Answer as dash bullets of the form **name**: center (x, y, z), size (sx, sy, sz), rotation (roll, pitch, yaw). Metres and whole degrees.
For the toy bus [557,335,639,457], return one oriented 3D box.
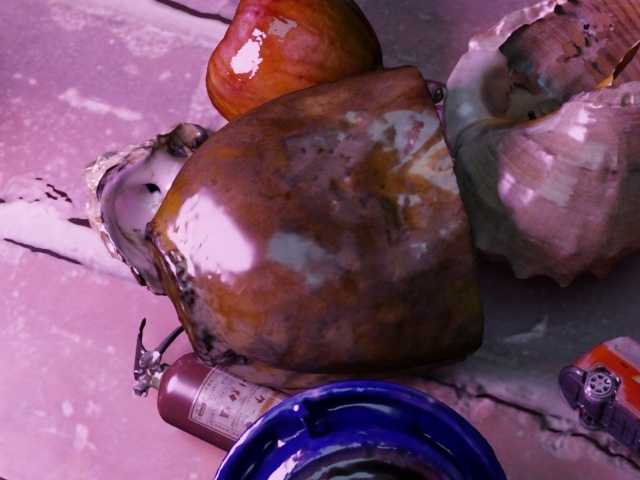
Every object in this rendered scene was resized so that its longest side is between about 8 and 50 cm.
- **toy bus**: center (0.290, 0.153, 1.709), size (0.174, 0.079, 0.077), rotation (40, 70, 22)

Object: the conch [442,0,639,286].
- **conch**: center (0.237, -0.107, 1.764), size (0.324, 0.186, 0.263), rotation (-35, 58, 19)

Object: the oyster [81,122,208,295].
- **oyster**: center (-0.147, -0.030, 1.850), size (0.163, 0.081, 0.191), rotation (37, 58, -5)

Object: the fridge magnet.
- **fridge magnet**: center (0.033, 0.248, 1.645), size (0.265, 0.112, 0.265), rotation (0, 95, -5)

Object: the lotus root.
- **lotus root**: center (-0.015, -0.009, 1.690), size (0.260, 0.149, 0.267), rotation (-11, 80, -10)

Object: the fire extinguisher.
- **fire extinguisher**: center (-0.074, 0.140, 1.763), size (0.231, 0.071, 0.099), rotation (25, 60, 17)

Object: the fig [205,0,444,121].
- **fig**: center (-0.009, -0.176, 1.853), size (0.202, 0.148, 0.149), rotation (-3, 78, -16)
